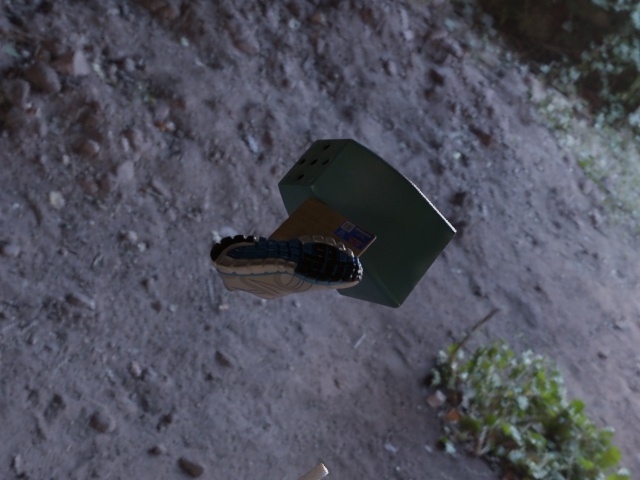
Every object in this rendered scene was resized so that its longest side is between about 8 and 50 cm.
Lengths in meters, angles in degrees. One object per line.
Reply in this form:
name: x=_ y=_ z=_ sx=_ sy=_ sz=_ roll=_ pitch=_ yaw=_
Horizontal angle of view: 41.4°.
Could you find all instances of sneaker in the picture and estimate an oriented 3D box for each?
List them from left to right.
sneaker: x=-0.040 y=0.042 z=1.073 sx=0.190 sy=0.083 sz=0.071 roll=6 pitch=47 yaw=10

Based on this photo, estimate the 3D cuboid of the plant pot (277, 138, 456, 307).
plant pot: x=0.056 y=-0.041 z=1.336 sx=0.234 sy=0.165 sz=0.165 roll=49 pitch=-21 yaw=-26

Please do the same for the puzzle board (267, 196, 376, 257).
puzzle board: x=0.000 y=0.000 z=1.177 sx=0.128 sy=0.011 sz=0.096 roll=32 pitch=67 yaw=31

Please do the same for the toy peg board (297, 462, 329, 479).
toy peg board: x=-0.061 y=0.329 z=0.867 sx=0.079 sy=0.161 sz=0.160 roll=50 pitch=26 yaw=14
